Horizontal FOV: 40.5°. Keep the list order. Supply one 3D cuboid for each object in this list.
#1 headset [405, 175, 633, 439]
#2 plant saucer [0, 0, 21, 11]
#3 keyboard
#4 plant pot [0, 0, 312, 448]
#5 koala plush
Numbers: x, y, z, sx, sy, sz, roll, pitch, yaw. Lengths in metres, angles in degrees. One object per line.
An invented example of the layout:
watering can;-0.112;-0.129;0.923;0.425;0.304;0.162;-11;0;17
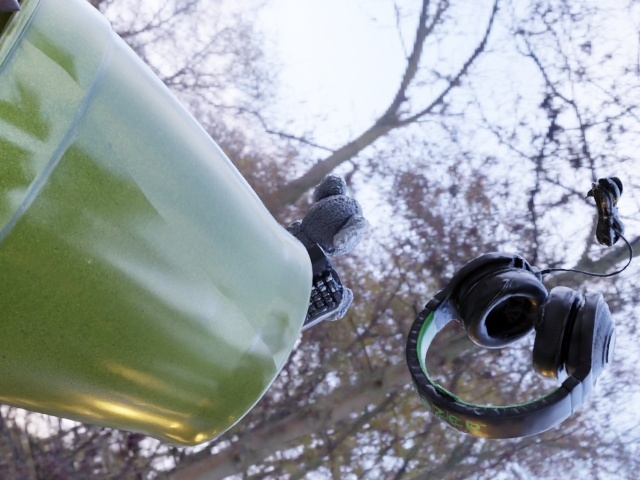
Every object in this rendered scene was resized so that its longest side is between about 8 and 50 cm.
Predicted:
headset;0.284;0.083;1.153;0.243;0.394;0.185;29;-32;40
plant saucer;-0.246;-0.203;0.522;0.168;0.029;0.168;49;-8;10
keyboard;-0.127;0.099;1.094;0.033;0.317;0.201;58;-3;48
plant pot;-0.206;0.007;0.779;0.366;0.353;0.366;-38;-148;29
koala plush;0.000;0.000;1.625;0.221;0.203;0.196;-49;-143;25
